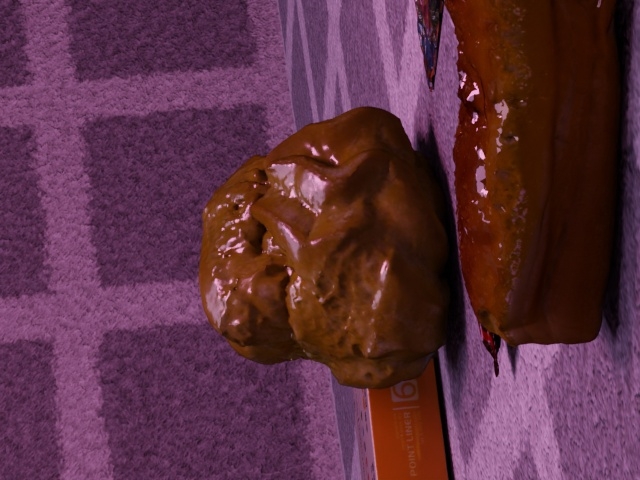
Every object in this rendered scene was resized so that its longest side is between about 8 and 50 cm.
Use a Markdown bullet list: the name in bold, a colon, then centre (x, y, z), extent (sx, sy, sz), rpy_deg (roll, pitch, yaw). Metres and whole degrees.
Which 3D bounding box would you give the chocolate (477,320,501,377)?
- **chocolate**: centre (0.148, 0.035, 1.688), extent (0.182, 0.028, 0.086), rpy_deg (-100, -1, -48)

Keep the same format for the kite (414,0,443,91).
- **kite**: centre (0.106, -0.249, 1.940), extent (0.232, 0.009, 0.189), rpy_deg (-113, 18, -75)

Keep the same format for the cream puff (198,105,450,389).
- **cream puff**: centre (0.002, 0.002, 2.003), extent (0.274, 0.270, 0.323), rpy_deg (98, 165, -51)

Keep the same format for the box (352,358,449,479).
- **box**: centre (0.096, 0.256, 2.195), extent (0.221, 0.091, 0.274), rpy_deg (98, 166, -74)

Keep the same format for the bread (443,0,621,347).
- **bread**: centre (0.131, -0.117, 1.225), extent (0.185, 0.109, 0.380), rpy_deg (-104, 8, -57)
